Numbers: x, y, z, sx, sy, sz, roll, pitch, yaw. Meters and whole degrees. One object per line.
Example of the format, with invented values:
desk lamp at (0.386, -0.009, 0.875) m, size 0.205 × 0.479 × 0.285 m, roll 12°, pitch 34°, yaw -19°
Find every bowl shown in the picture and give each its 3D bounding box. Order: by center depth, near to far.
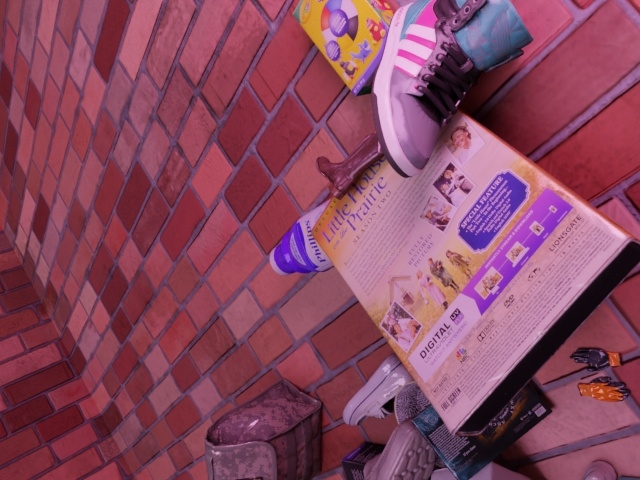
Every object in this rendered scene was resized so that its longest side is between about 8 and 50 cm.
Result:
bowl at (0.223, 0.313, 1.037) m, size 0.170 × 0.080 × 0.170 m, roll 21°, pitch 121°, yaw 40°

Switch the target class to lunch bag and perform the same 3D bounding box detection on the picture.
lunch bag at (-0.139, 0.503, 1.350) m, size 0.169 × 0.287 × 0.235 m, roll 22°, pitch 122°, yaw 39°

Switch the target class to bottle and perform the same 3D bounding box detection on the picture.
bottle at (0.000, 0.000, 1.119) m, size 0.283 × 0.092 × 0.118 m, roll -27°, pitch 82°, yaw 49°

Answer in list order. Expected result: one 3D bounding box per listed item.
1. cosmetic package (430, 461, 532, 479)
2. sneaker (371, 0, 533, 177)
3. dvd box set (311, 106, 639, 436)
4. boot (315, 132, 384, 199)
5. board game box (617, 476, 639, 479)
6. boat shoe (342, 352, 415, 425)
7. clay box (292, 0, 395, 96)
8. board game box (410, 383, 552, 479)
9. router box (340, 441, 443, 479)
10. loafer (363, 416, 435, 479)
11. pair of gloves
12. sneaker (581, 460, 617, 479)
cosmetic package at (0.276, 0.485, 0.946) m, size 0.151 × 0.183 × 0.151 m, roll 31°, pitch 141°, yaw -19°
sneaker at (0.177, -0.224, 0.742) m, size 0.178 × 0.124 × 0.295 m, roll -15°, pitch 53°, yaw 39°
dvd box set at (0.166, -0.002, 0.791) m, size 0.307 × 0.062 × 0.420 m, roll -57°, pitch 42°, yaw 20°
boot at (0.049, -0.133, 0.896) m, size 0.114 × 0.037 × 0.106 m, roll -48°, pitch 45°, yaw 23°
board game box at (0.524, 0.441, 0.804) m, size 0.160 × 0.047 × 0.210 m, roll -18°, pitch 95°, yaw 49°
boat shoe at (0.115, 0.320, 1.151) m, size 0.076 × 0.083 × 0.226 m, roll 46°, pitch 134°, yaw 23°
clay box at (0.040, -0.362, 0.943) m, size 0.222 × 0.053 × 0.127 m, roll 54°, pitch 137°, yaw 13°
board game box at (0.257, 0.282, 0.931) m, size 0.126 × 0.186 × 0.026 m, roll 51°, pitch 179°, yaw 17°
router box at (0.194, 0.586, 1.192) m, size 0.243 × 0.081 × 0.309 m, roll -12°, pitch 99°, yaw 48°
loafer at (0.123, 0.437, 1.058) m, size 0.111 × 0.112 × 0.319 m, roll 47°, pitch 131°, yaw 47°
pair of gloves at (0.407, 0.197, 0.844) m, size 0.074 × 0.010 × 0.083 m, roll -8°, pitch 101°, yaw 48°
sneaker at (0.401, 0.411, 0.880) m, size 0.054 × 0.061 × 0.152 m, roll 21°, pitch 104°, yaw 38°
